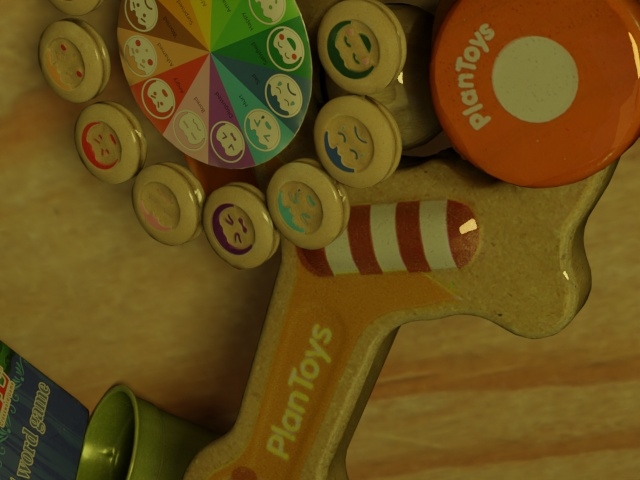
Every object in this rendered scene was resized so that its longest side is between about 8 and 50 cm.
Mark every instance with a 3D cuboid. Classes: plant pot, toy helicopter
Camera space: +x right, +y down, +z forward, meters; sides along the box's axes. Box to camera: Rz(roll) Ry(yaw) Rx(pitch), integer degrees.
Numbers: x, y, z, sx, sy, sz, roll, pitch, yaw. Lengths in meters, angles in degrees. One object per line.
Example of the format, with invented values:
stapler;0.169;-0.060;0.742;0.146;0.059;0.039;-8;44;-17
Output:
plant pot;-0.086;0.130;0.810;0.079;0.083;0.083;16;129;-27
toy helicopter;0.000;0.000;0.640;0.235;0.140;0.355;25;112;15

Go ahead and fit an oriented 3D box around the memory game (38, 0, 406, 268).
memory game;-0.046;-0.076;0.576;0.186;0.012;0.186;15;117;31

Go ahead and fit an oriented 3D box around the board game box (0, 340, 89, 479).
board game box;-0.258;0.114;0.644;0.066;0.318;0.318;-33;121;24
